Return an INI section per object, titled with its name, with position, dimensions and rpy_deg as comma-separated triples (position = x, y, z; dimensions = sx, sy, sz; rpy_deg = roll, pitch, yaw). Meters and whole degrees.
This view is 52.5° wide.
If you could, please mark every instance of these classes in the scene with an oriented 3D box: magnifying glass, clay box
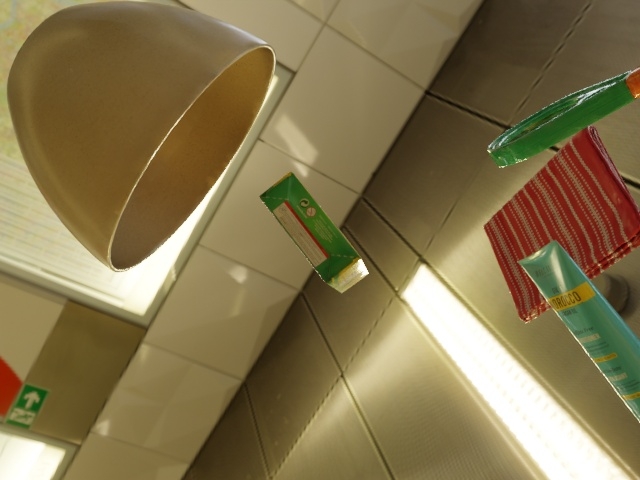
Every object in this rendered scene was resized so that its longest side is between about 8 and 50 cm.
[magnifying glass]
position = 0.226, -0.114, 0.512
dimensions = 0.092, 0.026, 0.231
rpy_deg = -38, -171, -34
[clay box]
position = 0.000, 0.000, 0.811
dimensions = 0.053, 0.127, 0.222
rpy_deg = -38, 169, -1

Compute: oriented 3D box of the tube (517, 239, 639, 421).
[tube]
position = 0.290, 0.092, 0.674
dimensions = 0.052, 0.207, 0.080
rpy_deg = -33, 172, -25

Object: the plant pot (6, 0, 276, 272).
[plant pot]
position = -0.205, -0.135, 0.681
dimensions = 0.284, 0.191, 0.284
rpy_deg = -56, 180, -1

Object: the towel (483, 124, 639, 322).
[towel]
position = 0.357, -0.019, 0.988
dimensions = 0.275, 0.031, 0.198
rpy_deg = 125, -40, -49
